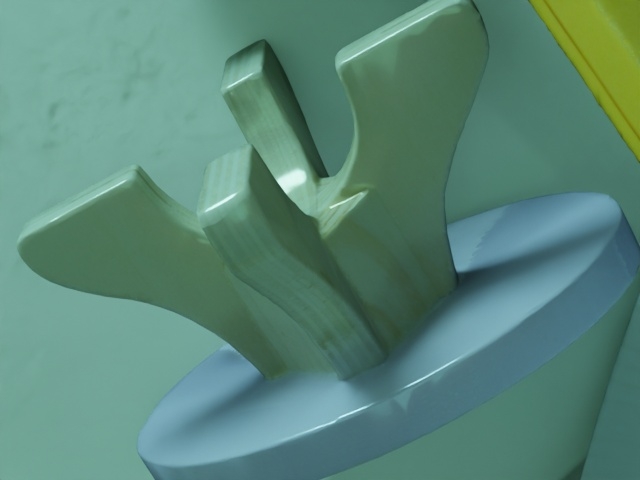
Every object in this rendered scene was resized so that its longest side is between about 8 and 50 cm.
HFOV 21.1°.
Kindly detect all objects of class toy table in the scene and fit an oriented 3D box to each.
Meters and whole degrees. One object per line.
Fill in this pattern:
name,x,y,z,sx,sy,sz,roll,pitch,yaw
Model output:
toy table,0.000,0.000,0.856,0.274,0.252,0.161,-31,109,0

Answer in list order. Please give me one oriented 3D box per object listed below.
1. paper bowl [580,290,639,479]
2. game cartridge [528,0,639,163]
paper bowl,0.215,0.095,0.801,0.148,0.284,0.284,16,99,5
game cartridge,0.256,-0.110,0.752,0.323,0.053,0.285,-18,61,-21
